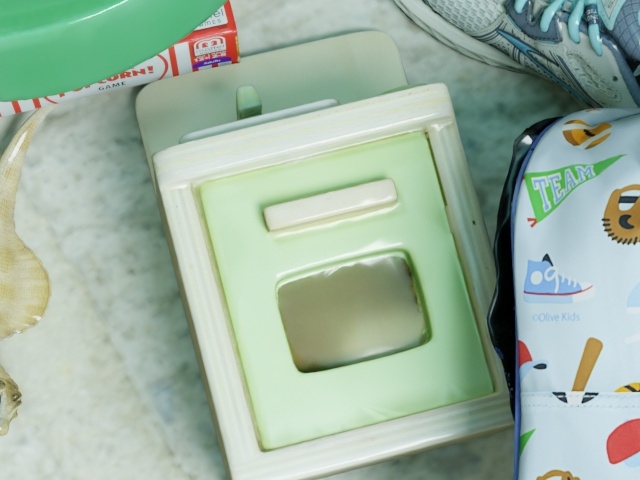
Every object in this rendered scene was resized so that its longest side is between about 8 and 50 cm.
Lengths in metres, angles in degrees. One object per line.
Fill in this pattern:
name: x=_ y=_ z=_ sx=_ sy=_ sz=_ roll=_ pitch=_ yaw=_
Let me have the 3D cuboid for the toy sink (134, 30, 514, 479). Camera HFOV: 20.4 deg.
toy sink: x=0.000 y=0.000 z=0.906 sx=0.152 sy=0.131 sz=0.234 roll=-13 pitch=81 yaw=-5

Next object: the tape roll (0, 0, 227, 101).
tape roll: x=-0.169 y=-0.232 z=0.913 sx=0.321 sy=0.077 sz=0.321 roll=0 pitch=71 yaw=0

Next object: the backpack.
backpack: x=0.187 y=0.062 z=0.801 sx=0.213 sy=0.276 sz=0.263 roll=-12 pitch=86 yaw=30

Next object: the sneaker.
sneaker: x=0.145 y=-0.128 z=0.939 sx=0.283 sy=0.122 sz=0.110 roll=37 pitch=80 yaw=3

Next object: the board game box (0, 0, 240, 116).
board game box: x=-0.136 y=-0.173 z=0.958 sx=0.146 sy=0.045 sz=0.193 roll=-14 pitch=72 yaw=-5

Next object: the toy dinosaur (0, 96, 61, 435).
toy dinosaur: x=-0.187 y=0.012 z=0.945 sx=0.092 sy=0.053 sz=0.183 roll=7 pitch=78 yaw=-19
